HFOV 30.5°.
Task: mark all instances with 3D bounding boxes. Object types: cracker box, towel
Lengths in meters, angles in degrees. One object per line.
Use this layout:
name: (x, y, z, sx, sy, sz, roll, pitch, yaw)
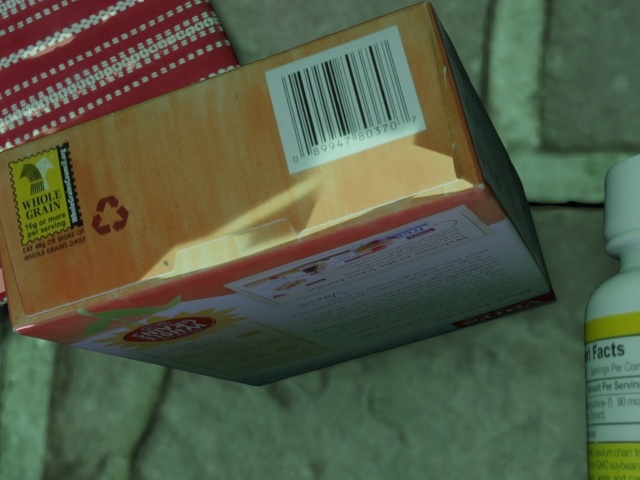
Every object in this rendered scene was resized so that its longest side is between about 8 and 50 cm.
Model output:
cracker box: (0.000, 0.000, 0.461, 0.155, 0.232, 0.067, -17, 74, 12)
towel: (-0.161, -0.112, 0.628, 0.198, 0.031, 0.275, -26, 75, 1)

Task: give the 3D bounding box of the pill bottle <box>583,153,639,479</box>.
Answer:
pill bottle: (0.165, 0.072, 0.460, 0.119, 0.119, 0.209, -2, 79, 16)
